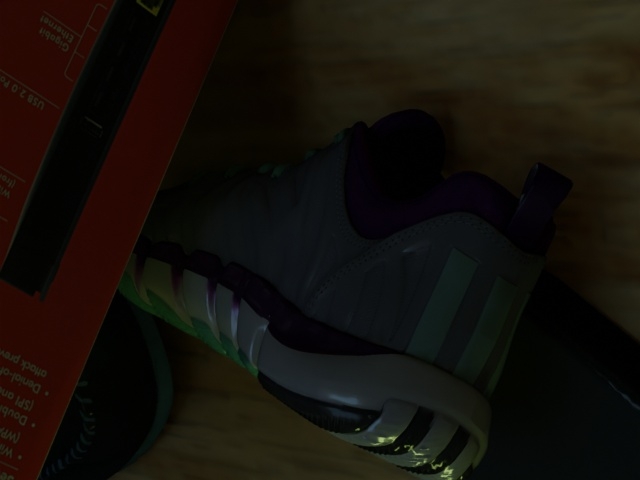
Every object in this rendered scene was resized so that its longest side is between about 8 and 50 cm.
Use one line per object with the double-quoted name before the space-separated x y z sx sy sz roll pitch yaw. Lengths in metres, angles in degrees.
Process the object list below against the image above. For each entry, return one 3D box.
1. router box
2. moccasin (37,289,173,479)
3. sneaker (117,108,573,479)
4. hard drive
"router box" -0.196 0.002 0.559 0.335 0.082 0.301 0 63 49
"moccasin" -0.192 0.087 0.705 0.342 0.117 0.137 -23 89 51
"sneaker" 0.000 0.000 0.501 0.224 0.083 0.098 26 86 56
"hard drive" 0.076 0.089 0.470 0.094 0.022 0.135 42 134 30
